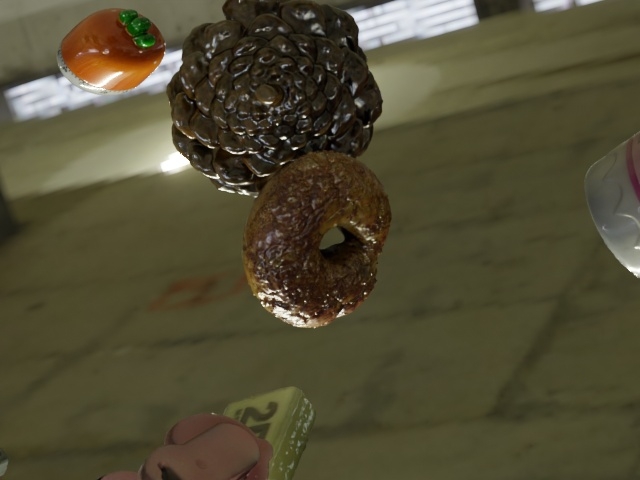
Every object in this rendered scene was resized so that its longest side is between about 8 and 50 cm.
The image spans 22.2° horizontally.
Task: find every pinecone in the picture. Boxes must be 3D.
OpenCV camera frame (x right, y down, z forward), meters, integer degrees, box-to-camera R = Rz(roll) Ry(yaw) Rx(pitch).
[{"bbox_3d":[-0.054,-0.156,1.854,0.244,0.244,0.309,-20,176,-11],"label":"pinecone"}]

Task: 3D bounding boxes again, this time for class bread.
[{"bbox_3d":[0.000,0.000,1.678,0.193,0.193,0.064,-26,-150,-28],"label":"bread"}]

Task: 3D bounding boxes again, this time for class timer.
[{"bbox_3d":[-0.253,-0.244,2.032,0.136,0.099,0.136,-30,166,-8],"label":"timer"}]

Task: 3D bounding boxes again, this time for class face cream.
[{"bbox_3d":[0.442,-0.065,1.962,0.195,0.175,0.175,-32,-174,33],"label":"face cream"}]

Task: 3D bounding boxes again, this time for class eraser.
[{"bbox_3d":[-0.083,0.260,2.000,0.117,0.058,0.172,-16,-151,28],"label":"eraser"}]

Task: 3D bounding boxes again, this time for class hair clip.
[{"bbox_3d":[-0.111,0.208,1.329,0.138,0.123,0.102,-31,161,-55],"label":"hair clip"}]

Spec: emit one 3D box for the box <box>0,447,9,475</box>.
[{"bbox_3d":[-0.420,0.225,1.645,0.115,0.036,0.177,40,-141,25],"label":"box"}]
